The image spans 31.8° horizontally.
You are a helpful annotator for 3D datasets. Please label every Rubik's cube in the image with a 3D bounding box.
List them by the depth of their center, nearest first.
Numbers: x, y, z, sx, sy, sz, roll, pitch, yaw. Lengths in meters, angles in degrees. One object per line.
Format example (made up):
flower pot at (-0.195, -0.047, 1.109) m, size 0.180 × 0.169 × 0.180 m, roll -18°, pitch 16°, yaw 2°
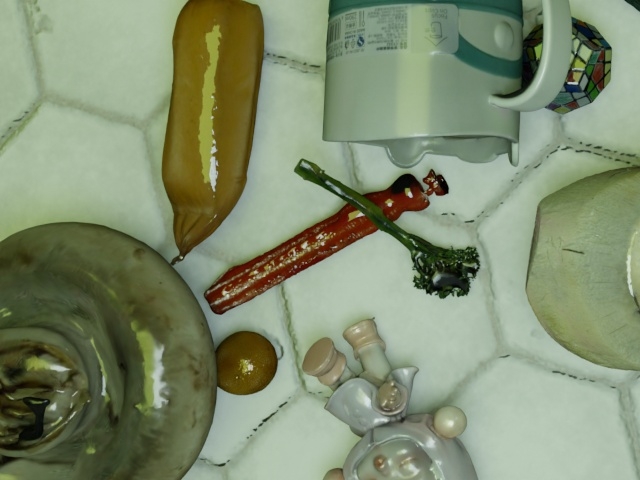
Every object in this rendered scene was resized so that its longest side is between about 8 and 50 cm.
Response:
Rubik's cube at (0.273, -0.199, 1.267) m, size 0.111 × 0.093 × 0.111 m, roll 0°, pitch 92°, yaw 13°

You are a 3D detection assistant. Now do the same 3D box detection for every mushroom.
mushroom at (-0.303, 0.158, 1.302) m, size 0.362 × 0.294 × 0.362 m, roll 0°, pitch 92°, yaw 15°

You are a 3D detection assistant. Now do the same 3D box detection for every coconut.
coconut at (0.334, 0.026, 1.200) m, size 0.227 × 0.230 × 0.227 m, roll -1°, pitch 92°, yaw -16°

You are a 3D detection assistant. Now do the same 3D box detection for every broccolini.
broccolini at (0.075, -0.016, 1.310) m, size 0.254 × 0.071 × 0.057 m, roll 35°, pitch 141°, yaw -8°

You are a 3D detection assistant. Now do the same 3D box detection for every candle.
candle at (0.000, 0.000, 1.355) m, size 0.329 × 0.048 × 0.051 m, roll -29°, pitch 100°, yaw 12°

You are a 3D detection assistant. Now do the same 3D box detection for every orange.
orange at (-0.093, 0.150, 1.365) m, size 0.085 × 0.085 × 0.085 m, roll 0°, pitch 90°, yaw 13°

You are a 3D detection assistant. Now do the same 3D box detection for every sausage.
sausage at (-0.136, -0.130, 1.359) m, size 0.112 × 0.112 × 0.328 m, roll 8°, pitch 93°, yaw 13°

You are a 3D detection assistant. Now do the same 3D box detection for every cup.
cup at (0.138, -0.212, 1.219) m, size 0.289 × 0.219 × 0.258 m, roll 3°, pitch 91°, yaw 45°

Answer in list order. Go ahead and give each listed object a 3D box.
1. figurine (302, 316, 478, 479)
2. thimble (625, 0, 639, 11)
figurine at (0.084, 0.226, 1.299) m, size 0.200 × 0.133 × 0.276 m, roll -33°, pitch 78°, yaw 23°
thimble at (0.387, -0.310, 1.242) m, size 0.135 × 0.090 × 0.118 m, roll 32°, pitch 100°, yaw 9°
